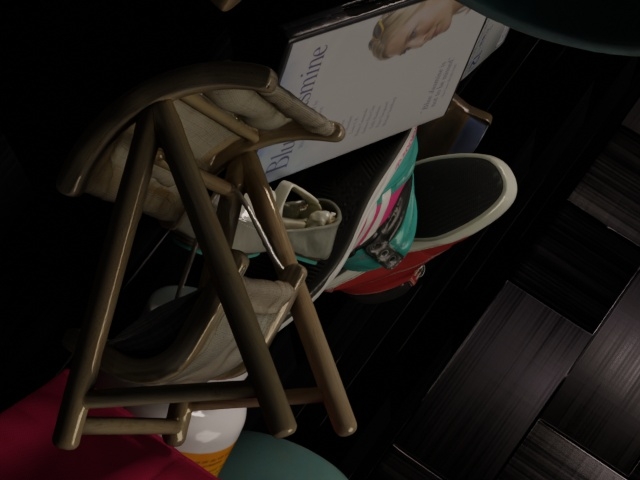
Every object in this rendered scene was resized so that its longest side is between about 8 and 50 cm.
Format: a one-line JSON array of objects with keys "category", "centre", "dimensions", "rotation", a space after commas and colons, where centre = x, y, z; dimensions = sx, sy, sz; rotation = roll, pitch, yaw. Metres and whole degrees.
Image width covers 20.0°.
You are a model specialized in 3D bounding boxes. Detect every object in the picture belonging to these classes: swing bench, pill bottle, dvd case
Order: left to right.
[{"category": "pill bottle", "centre": [-0.144, 0.163, 1.535], "dimensions": [0.246, 0.136, 0.136], "rotation": [-62, 166, 26]}, {"category": "swing bench", "centre": [-0.078, 0.018, 1.301], "dimensions": [0.253, 0.165, 0.255], "rotation": [26, 60, -76]}, {"category": "dvd case", "centre": [0.040, -0.142, 1.555], "dimensions": [0.253, 0.022, 0.180], "rotation": [-22, 149, -35]}]

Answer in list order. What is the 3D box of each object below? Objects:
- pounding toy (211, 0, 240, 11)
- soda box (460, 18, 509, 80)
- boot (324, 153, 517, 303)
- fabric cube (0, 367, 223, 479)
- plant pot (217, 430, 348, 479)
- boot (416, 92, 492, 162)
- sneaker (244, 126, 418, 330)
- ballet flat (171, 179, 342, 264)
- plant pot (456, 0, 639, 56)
[{"category": "pounding toy", "centre": [-0.047, -0.230, 1.046], "dimensions": [0.206, 0.094, 0.181], "rotation": [-55, 176, 41]}, {"category": "soda box", "centre": [0.152, -0.287, 1.611], "dimensions": [0.091, 0.098, 0.286], "rotation": [-42, 161, -43]}, {"category": "boot", "centre": [0.109, -0.008, 1.884], "dimensions": [0.244, 0.088, 0.176], "rotation": [-25, 159, 19]}, {"category": "fabric cube", "centre": [-0.205, 0.301, 1.374], "dimensions": [0.258, 0.259, 0.254], "rotation": [-34, 154, -60]}, {"category": "plant pot", "centre": [-0.082, 0.348, 1.938], "dimensions": [0.293, 0.293, 0.235], "rotation": [104, 8, -57]}, {"category": "boot", "centre": [0.094, -0.071, 1.887], "dimensions": [0.082, 0.106, 0.219], "rotation": [-66, 179, -51]}, {"category": "sneaker", "centre": [0.000, 0.000, 1.731], "dimensions": [0.295, 0.123, 0.178], "rotation": [-53, 158, -18]}, {"category": "ballet flat", "centre": [-0.052, -0.021, 1.533], "dimensions": [0.213, 0.072, 0.068], "rotation": [6, 109, -59]}, {"category": "plant pot", "centre": [0.201, -0.353, 1.181], "dimensions": [0.334, 0.341, 0.341], "rotation": [-60, 170, -21]}]
